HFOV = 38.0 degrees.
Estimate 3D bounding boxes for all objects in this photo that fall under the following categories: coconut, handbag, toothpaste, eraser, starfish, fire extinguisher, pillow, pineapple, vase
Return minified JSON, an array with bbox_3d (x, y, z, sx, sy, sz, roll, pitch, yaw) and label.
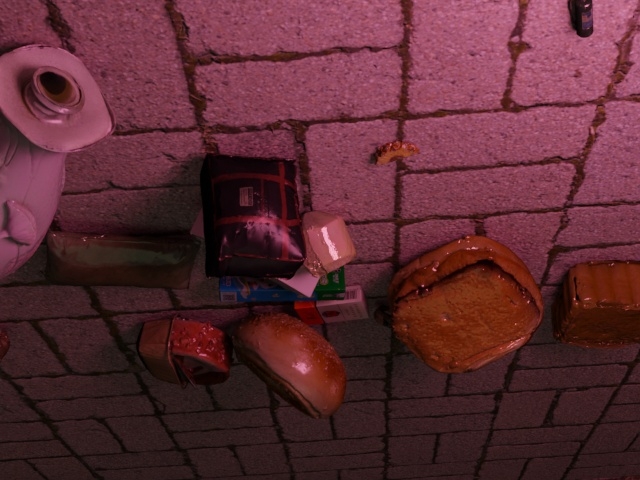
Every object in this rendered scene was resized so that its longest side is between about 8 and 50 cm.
[{"bbox_3d":[0.000,0.000,1.773,0.116,0.122,0.116,-27,-179,1],"label":"coconut"},{"bbox_3d":[-0.114,-0.041,1.596,0.170,0.215,0.155,2,158,-19],"label":"handbag"},{"bbox_3d":[-0.082,0.089,1.965,0.267,0.065,0.050,0,146,-4],"label":"toothpaste"},{"bbox_3d":[-0.116,0.018,1.798,0.076,0.078,0.298,17,168,43],"label":"eraser"},{"bbox_3d":[0.223,0.165,2.122,0.190,0.074,0.146,-30,135,35],"label":"starfish"},{"bbox_3d":[0.375,-0.328,1.333,0.038,0.025,0.083,12,155,22],"label":"fire extinguisher"},{"bbox_3d":[-0.400,0.041,1.840,0.303,0.074,0.185,4,147,-15],"label":"pillow"},{"bbox_3d":[0.128,-0.155,1.613,0.083,0.019,0.045,-14,154,16],"label":"pineapple"},{"bbox_3d":[-0.493,-0.105,1.444,0.250,0.249,0.445,18,139,-32],"label":"vase"}]

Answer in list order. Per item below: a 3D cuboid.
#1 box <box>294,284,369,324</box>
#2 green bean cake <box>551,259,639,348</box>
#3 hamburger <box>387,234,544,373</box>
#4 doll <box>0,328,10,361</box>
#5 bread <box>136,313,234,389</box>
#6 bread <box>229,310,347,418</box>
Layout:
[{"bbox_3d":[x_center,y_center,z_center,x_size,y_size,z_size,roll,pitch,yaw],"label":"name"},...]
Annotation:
[{"bbox_3d":[0.026,0.147,2.089,0.152,0.048,0.100,-10,148,9],"label":"box"},{"bbox_3d":[0.640,0.142,2.060,0.230,0.131,0.224,2,147,-3],"label":"green bean cake"},{"bbox_3d":[0.299,0.130,1.937,0.305,0.174,0.284,-28,129,18],"label":"hamburger"},{"bbox_3d":[-0.800,0.265,2.164,0.105,0.114,0.221,8,156,-37],"label":"doll"},{"bbox_3d":[-0.310,0.269,2.170,0.212,0.142,0.224,6,150,9],"label":"bread"},{"bbox_3d":[-0.065,0.270,2.111,0.306,0.158,0.305,37,167,10],"label":"bread"}]
